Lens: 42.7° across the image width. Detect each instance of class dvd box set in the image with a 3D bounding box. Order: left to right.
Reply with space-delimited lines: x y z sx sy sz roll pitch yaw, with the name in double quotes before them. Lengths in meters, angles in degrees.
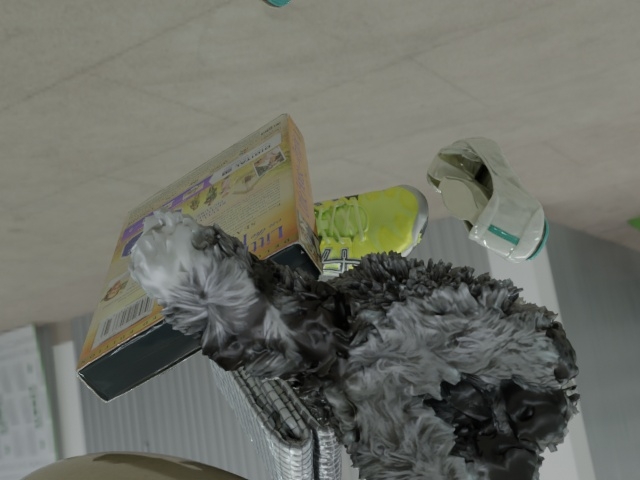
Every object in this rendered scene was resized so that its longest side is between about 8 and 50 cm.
"dvd box set" -0.149 -0.002 1.081 0.307 0.062 0.420 -31 -155 11

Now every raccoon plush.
"raccoon plush" 0.066 0.064 0.803 0.216 0.446 0.299 -49 -176 9

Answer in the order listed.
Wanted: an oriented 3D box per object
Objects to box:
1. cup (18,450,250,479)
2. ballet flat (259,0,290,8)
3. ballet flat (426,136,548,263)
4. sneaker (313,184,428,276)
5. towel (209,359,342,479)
"cup" -0.164 0.297 0.637 0.331 0.331 0.237 -1 -165 -35
"ballet flat" -0.107 -0.395 1.035 0.086 0.086 0.248 -12 151 16
"ballet flat" 0.249 -0.094 1.357 0.139 0.139 0.400 -8 -153 -4
"sneaker" 0.000 0.000 1.400 0.384 0.145 0.147 -19 160 22
"towel" -0.068 0.247 1.278 0.121 0.284 0.235 -27 146 -17
